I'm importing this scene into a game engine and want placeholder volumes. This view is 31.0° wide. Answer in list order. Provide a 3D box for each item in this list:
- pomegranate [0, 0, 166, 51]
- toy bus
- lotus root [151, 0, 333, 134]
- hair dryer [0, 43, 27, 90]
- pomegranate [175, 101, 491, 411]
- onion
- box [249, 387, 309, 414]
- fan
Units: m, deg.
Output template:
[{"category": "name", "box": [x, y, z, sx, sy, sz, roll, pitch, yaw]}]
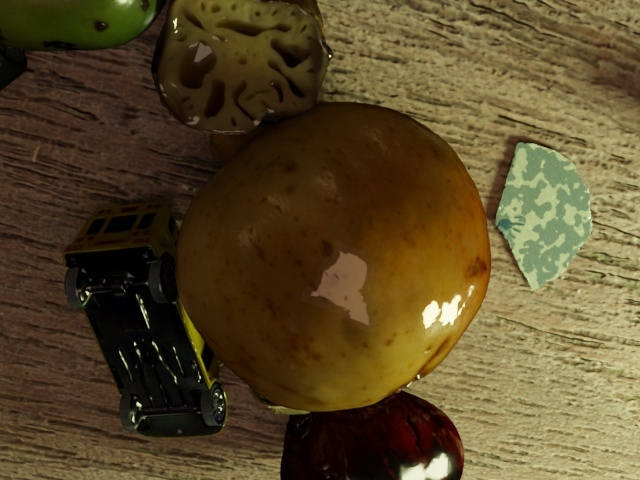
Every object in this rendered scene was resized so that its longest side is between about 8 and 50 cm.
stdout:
[{"category": "pomegranate", "box": [-0.282, -0.304, 1.202, 0.291, 0.323, 0.290, -8, 134, -8]}, {"category": "toy bus", "box": [-0.221, 0.116, 1.568, 0.145, 0.151, 0.331, -6, 124, 15]}, {"category": "lotus root", "box": [-0.091, -0.240, 1.329, 0.188, 0.180, 0.199, 12, 128, -12]}, {"category": "hair dryer", "box": [-0.468, -0.258, 1.389, 0.124, 0.071, 0.219, -34, 108, 18]}, {"category": "pomegranate", "box": [0.000, 0.000, 1.397, 0.410, 0.410, 0.410, 0, 123, 0]}, {"category": "onion", "box": [0.076, 0.320, 1.675, 0.281, 0.281, 0.221, 5, 166, -3]}, {"category": "box", "box": [-0.042, 0.161, 1.598, 0.111, 0.177, 0.111, 0, 143, 0]}, {"category": "fan", "box": [0.301, -0.033, 1.559, 0.131, 0.009, 0.240, -8, 123, 5]}]
